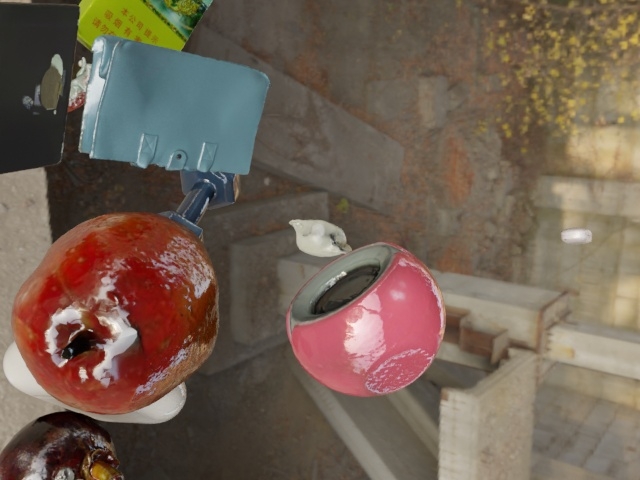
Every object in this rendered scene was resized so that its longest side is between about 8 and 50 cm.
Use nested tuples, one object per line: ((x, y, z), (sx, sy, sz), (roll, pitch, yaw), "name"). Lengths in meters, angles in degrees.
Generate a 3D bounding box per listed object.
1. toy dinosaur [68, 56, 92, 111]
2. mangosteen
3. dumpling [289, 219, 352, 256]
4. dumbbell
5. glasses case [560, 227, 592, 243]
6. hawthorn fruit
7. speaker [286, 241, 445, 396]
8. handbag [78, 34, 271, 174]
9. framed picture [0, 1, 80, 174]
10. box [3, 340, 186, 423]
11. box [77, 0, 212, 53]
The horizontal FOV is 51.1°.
((-0.544, -0.297, 1.405), (0.242, 0.167, 0.053), (-40, 179, -2), "toy dinosaur")
((-0.473, 0.437, 1.267), (0.235, 0.262, 0.235), (35, 50, -57), "mangosteen")
((0.001, 0.000, 1.857), (0.150, 0.177, 0.092), (57, 36, -74), "dumpling")
((-0.299, -0.070, 1.552), (0.324, 0.144, 0.160), (-68, 168, -45), "dumbbell")
((0.336, -0.006, 0.877), (0.083, 0.032, 0.021), (6, 80, -63), "glasses case")
((-0.289, 0.105, 0.938), (0.369, 0.285, 0.284), (-58, 151, -82), "hawthorn fruit")
((0.081, 0.138, 1.234), (0.294, 0.294, 0.294), (-15, 109, -52), "speaker")
((-0.170, -0.154, 0.803), (0.221, 0.057, 0.144), (0, 107, -46), "handbag")
((-0.453, -0.174, 0.817), (0.324, 0.013, 0.244), (-21, 140, -48), "framed picture")
((-0.484, 0.300, 1.460), (0.349, 0.289, 0.141), (43, 50, -47), "box")
((-0.284, -0.450, 1.185), (0.187, 0.047, 0.335), (39, 78, -48), "box")
